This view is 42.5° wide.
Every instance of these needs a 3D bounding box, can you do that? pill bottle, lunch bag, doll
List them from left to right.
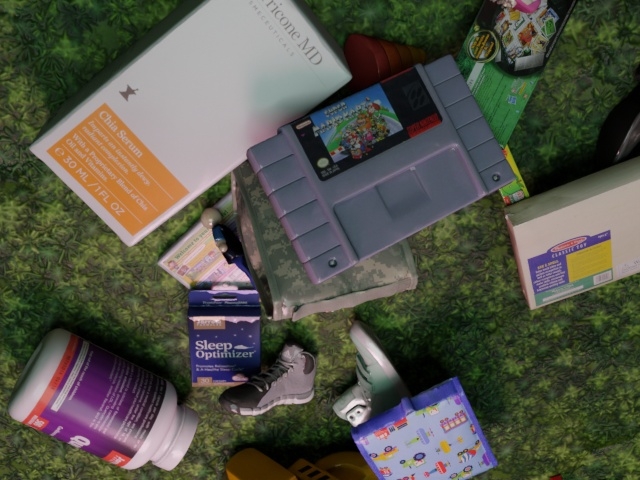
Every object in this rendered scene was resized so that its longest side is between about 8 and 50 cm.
[{"bbox_3d":[-0.399,0.309,1.539,0.323,0.181,0.181,31,111,-18],"label":"pill bottle"},{"bbox_3d":[-0.144,0.022,1.420,0.046,0.129,0.189,-40,83,2],"label":"doll"},{"bbox_3d":[0.000,0.000,1.318,0.235,0.287,0.169,-11,141,-13],"label":"lunch bag"},{"bbox_3d":[0.195,0.374,1.577,0.221,0.138,0.293,-25,143,4],"label":"lunch bag"}]

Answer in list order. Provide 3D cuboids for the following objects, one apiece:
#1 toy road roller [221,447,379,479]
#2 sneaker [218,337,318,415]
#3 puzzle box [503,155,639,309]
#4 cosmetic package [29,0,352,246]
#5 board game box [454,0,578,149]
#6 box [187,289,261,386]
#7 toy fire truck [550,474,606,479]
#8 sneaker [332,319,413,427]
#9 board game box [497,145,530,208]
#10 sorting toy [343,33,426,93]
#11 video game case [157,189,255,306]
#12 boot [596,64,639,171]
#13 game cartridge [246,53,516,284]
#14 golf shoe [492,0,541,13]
[{"bbox_3d":[-0.018,0.531,1.682,0.240,0.329,0.203,-33,126,-36],"label":"toy road roller"},{"bbox_3d":[-0.091,0.248,1.558,0.228,0.086,0.132,-2,113,-49],"label":"sneaker"},{"bbox_3d":[0.540,-0.033,1.457,0.408,0.052,0.272,-20,139,6],"label":"puzzle box"},{"bbox_3d":[-0.201,-0.223,1.291,0.453,0.161,0.230,-36,115,13],"label":"cosmetic package"},{"bbox_3d":[0.287,-0.288,1.303,0.136,0.030,0.260,27,93,-1],"label":"board game box"},{"bbox_3d":[-0.180,0.189,1.558,0.136,0.036,0.225,0,126,-4],"label":"box"},{"bbox_3d":[0.594,0.598,1.846,0.135,0.047,0.192,-17,118,5],"label":"toy fire truck"},{"bbox_3d":[0.079,0.280,1.607,0.151,0.094,0.256,-28,119,3],"label":"sneaker"},{"bbox_3d":[0.295,-0.154,1.404,0.043,0.092,0.181,-26,117,9],"label":"board game box"},{"bbox_3d":[0.133,-0.177,1.387,0.126,0.127,0.366,-19,117,-20],"label":"sorting toy"},{"bbox_3d":[-0.156,0.030,1.503,0.212,0.023,0.193,-41,114,17],"label":"video game case"},{"bbox_3d":[0.625,-0.197,1.409,0.229,0.091,0.263,20,112,-14],"label":"boot"},{"bbox_3d":[0.093,-0.114,1.223,0.355,0.068,0.230,-27,93,-15],"label":"game cartridge"},{"bbox_3d":[0.233,-0.468,1.212,0.306,0.115,0.140,40,98,-12],"label":"golf shoe"}]
